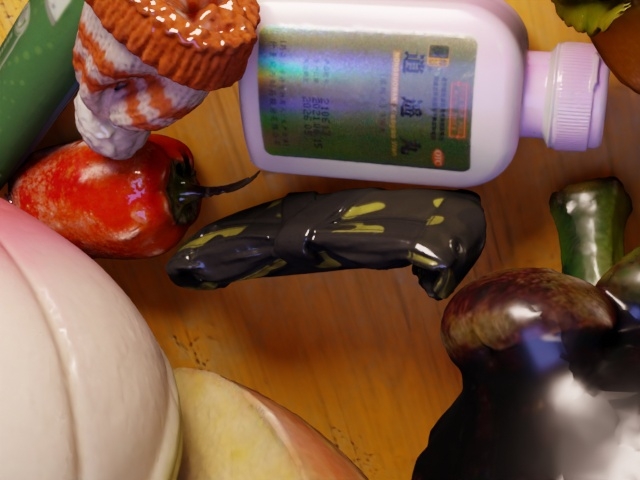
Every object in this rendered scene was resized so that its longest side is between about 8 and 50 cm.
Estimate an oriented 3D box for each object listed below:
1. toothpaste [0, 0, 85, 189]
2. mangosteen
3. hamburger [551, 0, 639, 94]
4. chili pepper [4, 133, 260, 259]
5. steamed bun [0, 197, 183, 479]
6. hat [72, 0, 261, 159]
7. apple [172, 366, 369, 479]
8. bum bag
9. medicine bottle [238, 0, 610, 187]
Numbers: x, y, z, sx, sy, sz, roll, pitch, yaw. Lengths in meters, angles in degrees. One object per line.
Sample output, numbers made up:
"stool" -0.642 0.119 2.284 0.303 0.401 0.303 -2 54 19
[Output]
"toothpaste" -0.166 -0.138 0.629 0.061 0.099 0.392 18 130 -39
"mangosteen" 0.182 0.148 0.552 0.297 0.297 0.313 -23 117 25
"hamburger" 0.176 -0.207 0.385 0.291 0.291 0.225 -33 109 28
"chili pepper" -0.126 -0.033 0.670 0.192 0.084 0.086 -6 125 24
"steamed bun" -0.238 0.091 0.595 0.309 0.309 0.309 7 118 13
"hat" -0.107 -0.101 0.567 0.112 0.093 0.162 46 131 3
"apple" -0.057 0.256 0.693 0.252 0.309 0.314 -15 130 -10
"bum bag" 0.000 0.000 0.618 0.232 0.106 0.060 -1 110 34
"medicine bottle" 0.061 -0.093 0.585 0.219 0.078 0.115 6 117 14
